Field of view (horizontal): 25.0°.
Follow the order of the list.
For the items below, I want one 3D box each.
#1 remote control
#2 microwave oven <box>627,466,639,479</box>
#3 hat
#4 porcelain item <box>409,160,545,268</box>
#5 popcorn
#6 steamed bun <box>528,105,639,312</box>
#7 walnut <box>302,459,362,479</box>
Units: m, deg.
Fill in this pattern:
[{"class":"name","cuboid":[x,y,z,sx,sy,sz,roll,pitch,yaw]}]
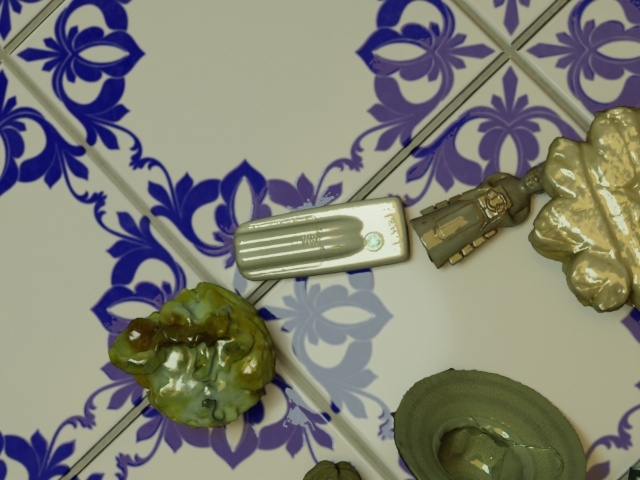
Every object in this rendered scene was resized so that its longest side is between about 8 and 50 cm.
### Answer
[{"class":"remote control","cuboid":[0.000,0.000,1.892,0.230,0.049,0.090,-9,85,7]},{"class":"microwave oven","cuboid":[0.419,0.351,1.700,0.122,0.208,0.162,7,85,11]},{"class":"hat","cuboid":[0.193,0.283,1.788,0.252,0.252,0.110,27,130,11]},{"class":"porcelain item","cuboid":[0.225,-0.045,1.857,0.213,0.054,0.084,-29,82,5]},{"class":"popcorn","cuboid":[-0.165,0.149,1.836,0.198,0.212,0.198,-17,62,36]},{"class":"steamed bun","cuboid":[0.414,-0.036,1.784,0.292,0.137,0.295,16,81,12]},{"class":"walnut","cuboid":[0.015,0.325,1.840,0.092,0.092,0.092,-1,84,10]}]
